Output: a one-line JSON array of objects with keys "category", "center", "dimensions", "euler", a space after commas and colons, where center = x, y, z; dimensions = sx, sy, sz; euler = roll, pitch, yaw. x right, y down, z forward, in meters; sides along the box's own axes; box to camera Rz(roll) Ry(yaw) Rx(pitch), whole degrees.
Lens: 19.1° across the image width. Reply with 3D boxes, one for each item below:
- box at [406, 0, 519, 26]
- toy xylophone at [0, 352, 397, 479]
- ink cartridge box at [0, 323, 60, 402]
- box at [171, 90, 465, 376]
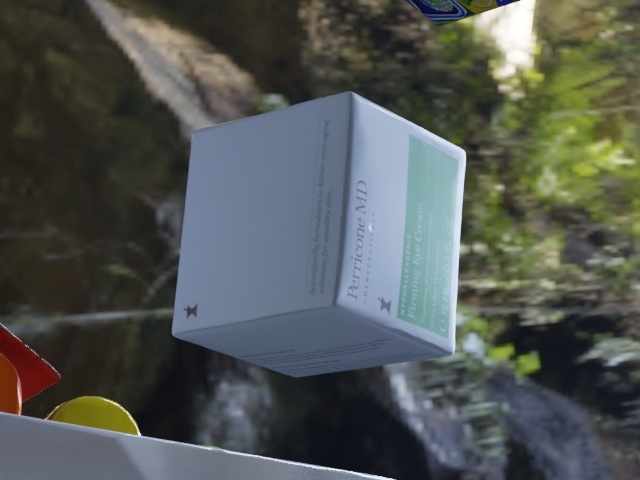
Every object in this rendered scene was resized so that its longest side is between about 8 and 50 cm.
[{"category": "box", "center": [0.091, -0.155, 0.937], "dimensions": [0.059, 0.054, 0.169], "euler": [-61, -161, -15]}, {"category": "toy xylophone", "center": [-0.092, 0.157, 0.671], "dimensions": [0.081, 0.323, 0.236], "euler": [-23, -130, 57]}, {"category": "ink cartridge box", "center": [-0.241, 0.021, 0.732], "dimensions": [0.232, 0.066, 0.189], "euler": [46, -42, -12]}, {"category": "box", "center": [0.000, 0.000, 0.852], "dimensions": [0.102, 0.087, 0.101], "euler": [-12, -114, 41]}]
